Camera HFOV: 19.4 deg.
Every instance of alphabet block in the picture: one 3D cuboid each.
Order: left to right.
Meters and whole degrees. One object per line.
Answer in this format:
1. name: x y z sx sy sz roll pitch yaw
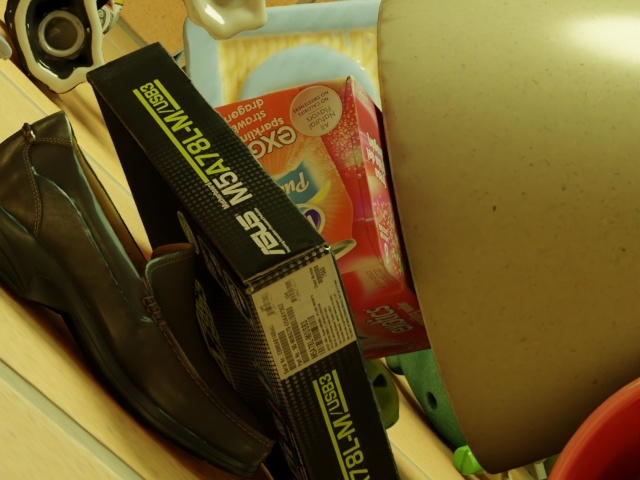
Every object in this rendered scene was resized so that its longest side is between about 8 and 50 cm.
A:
1. alphabet block: -0.014 -0.104 1.644 0.197 0.192 0.193 -65 152 -88

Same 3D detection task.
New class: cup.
1. cup: 0.194 -0.030 1.230 0.331 0.237 0.331 -12 90 -79

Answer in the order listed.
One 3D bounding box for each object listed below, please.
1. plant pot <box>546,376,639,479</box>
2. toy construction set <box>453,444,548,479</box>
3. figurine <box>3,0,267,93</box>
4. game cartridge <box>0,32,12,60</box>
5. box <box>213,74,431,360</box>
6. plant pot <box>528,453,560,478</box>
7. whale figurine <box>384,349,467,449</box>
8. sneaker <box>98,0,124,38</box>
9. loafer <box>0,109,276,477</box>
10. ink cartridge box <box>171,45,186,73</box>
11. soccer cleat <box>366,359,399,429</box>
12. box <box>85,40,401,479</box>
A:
1. plant pot: 0.260 0.223 1.184 0.275 0.275 0.243 47 -6 12
2. toy construction set: 0.159 0.114 1.833 0.327 0.215 0.151 47 46 14
3. figurine: -0.149 -0.198 1.491 0.209 0.215 0.092 -139 -149 -72
4. game cartridge: -0.250 -0.162 1.295 0.083 0.017 0.056 45 -1 -40
5. box: 0.000 0.000 1.184 0.257 0.128 0.122 41 38 -71
6. plant pot: 0.429 0.306 1.987 0.366 0.366 0.353 45 14 -30
7. whale figurine: 0.139 0.136 2.020 0.272 0.141 0.216 21 -56 49
8. sneaker: -0.284 -0.285 1.846 0.225 0.093 0.088 46 2 0
9. loafer: -0.072 0.024 0.743 0.170 0.061 0.062 47 1 -16
10. ink cartridge box: -0.029 -0.067 1.866 0.333 0.165 0.065 44 41 -20
11. soccer cleat: -0.001 0.071 1.399 0.179 0.060 0.072 54 -4 23
12. box: -0.030 0.032 0.830 0.184 0.045 0.190 47 -20 47
